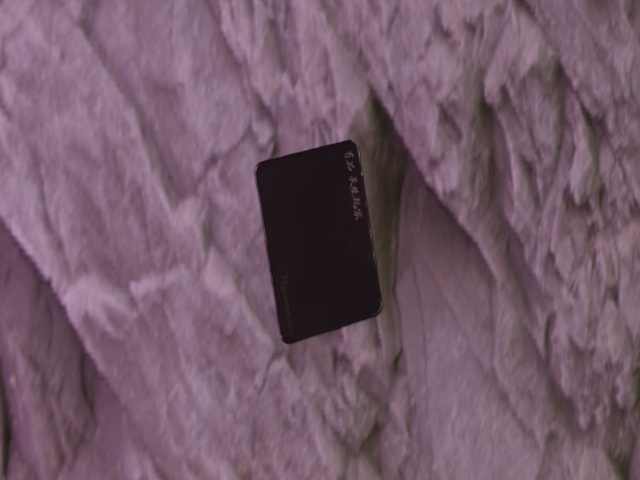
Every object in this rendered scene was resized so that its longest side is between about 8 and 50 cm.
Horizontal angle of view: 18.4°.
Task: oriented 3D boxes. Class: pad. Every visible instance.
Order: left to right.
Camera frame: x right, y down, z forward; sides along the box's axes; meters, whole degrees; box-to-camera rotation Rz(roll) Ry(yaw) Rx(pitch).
[{"bbox_3d":[0.000,0.000,1.668,0.112,0.003,0.157,-16,102,-35],"label":"pad"}]
